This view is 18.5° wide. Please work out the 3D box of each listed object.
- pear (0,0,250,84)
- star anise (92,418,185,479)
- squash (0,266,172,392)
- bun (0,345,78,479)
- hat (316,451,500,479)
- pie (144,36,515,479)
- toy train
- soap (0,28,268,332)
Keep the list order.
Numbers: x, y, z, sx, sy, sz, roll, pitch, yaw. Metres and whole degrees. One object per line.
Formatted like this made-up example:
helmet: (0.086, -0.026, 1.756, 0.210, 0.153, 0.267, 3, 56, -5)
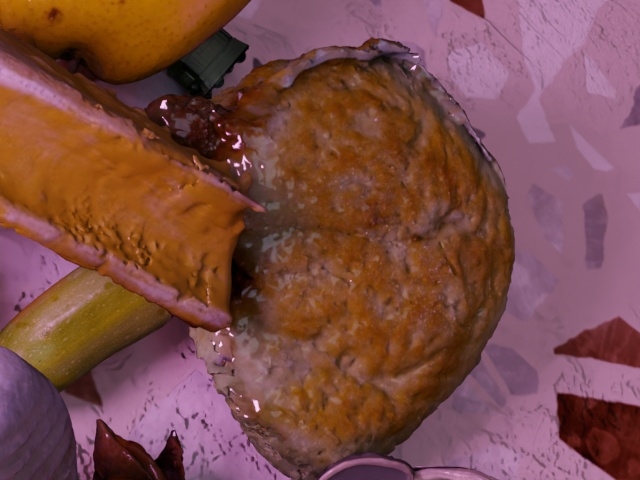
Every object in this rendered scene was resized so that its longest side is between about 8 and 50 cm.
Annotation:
pear: (-0.190, -0.311, 1.938, 0.336, 0.285, 0.285, -43, 94, -8)
star anise: (-0.129, 0.264, 1.759, 0.196, 0.111, 0.212, 21, 23, -47)
squash: (-0.234, 0.083, 1.795, 0.188, 0.095, 0.095, -33, 87, -38)
bun: (-0.313, 0.251, 1.512, 0.211, 0.362, 0.362, 10, 52, 14)
hat: (0.086, 0.325, 1.857, 0.275, 0.161, 0.232, -15, 62, -15)
pie: (0.018, 0.017, 1.956, 0.395, 0.180, 0.418, -23, 93, -34)
toy train: (-0.117, -0.186, 2.051, 0.056, 0.038, 0.093, 42, 50, -6)
soap: (-0.243, -0.075, 1.779, 0.339, 0.304, 0.169, 30, 95, -35)
